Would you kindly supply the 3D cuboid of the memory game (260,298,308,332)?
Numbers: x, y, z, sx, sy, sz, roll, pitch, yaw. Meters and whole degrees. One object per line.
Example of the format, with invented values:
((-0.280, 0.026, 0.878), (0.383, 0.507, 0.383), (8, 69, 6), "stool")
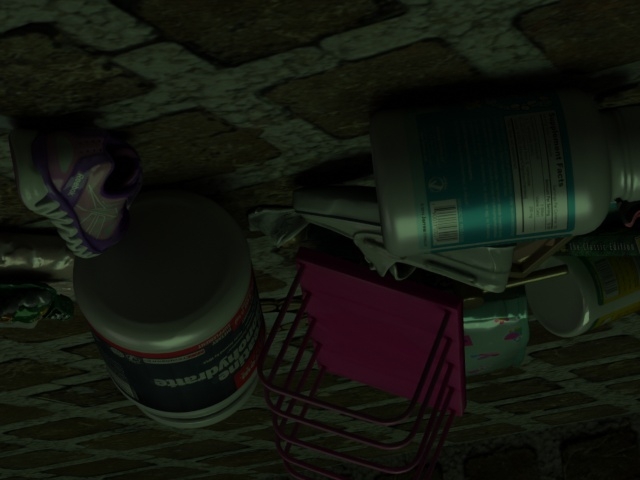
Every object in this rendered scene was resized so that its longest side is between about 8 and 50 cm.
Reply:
((-0.078, 0.112, 2.326), (0.186, 0.012, 0.186), (-7, 165, -2), "memory game")

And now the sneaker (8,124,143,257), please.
((-0.217, -0.052, 1.549), (0.104, 0.095, 0.236), (-16, 163, 5), "sneaker")

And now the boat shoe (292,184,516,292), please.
((0.084, -0.002, 1.687), (0.267, 0.088, 0.096), (11, -167, 27), "boat shoe")

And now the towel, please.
((-0.443, 0.052, 1.887), (0.332, 0.053, 0.317), (1, 162, -30), "towel")

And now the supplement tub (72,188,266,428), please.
((-0.160, 0.083, 1.768), (0.191, 0.191, 0.272), (-7, 151, 1), "supplement tub")

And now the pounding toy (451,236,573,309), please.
((0.205, -0.010, 1.792), (0.181, 0.094, 0.206), (5, 146, -34), "pounding toy")

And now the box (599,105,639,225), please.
((0.336, -0.079, 1.725), (0.100, 0.060, 0.244), (-9, 165, 7), "box")

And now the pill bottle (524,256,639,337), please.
((0.370, 0.040, 2.007), (0.208, 0.117, 0.117), (-19, 173, -32), "pill bottle")

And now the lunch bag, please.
((0.165, 0.103, 2.131), (0.223, 0.160, 0.262), (-6, 170, 2), "lunch bag")

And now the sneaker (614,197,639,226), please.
((0.363, -0.043, 1.644), (0.119, 0.057, 0.047), (-12, 162, 7), "sneaker")

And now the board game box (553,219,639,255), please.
((0.346, -0.007, 1.854), (0.136, 0.030, 0.260), (-18, -169, -37), "board game box")

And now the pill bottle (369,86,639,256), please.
((0.184, -0.070, 1.538), (0.264, 0.146, 0.146), (-7, 164, 1), "pill bottle")

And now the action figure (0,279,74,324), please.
((-0.385, 0.075, 1.791), (0.232, 0.063, 0.137), (0, 160, -34), "action figure")

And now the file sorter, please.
((0.048, 0.180, 1.895), (0.202, 0.182, 0.290), (17, 152, 16), "file sorter")

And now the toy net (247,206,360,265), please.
((0.000, 0.000, 1.896), (0.122, 0.045, 0.232), (-14, 163, 26), "toy net")
